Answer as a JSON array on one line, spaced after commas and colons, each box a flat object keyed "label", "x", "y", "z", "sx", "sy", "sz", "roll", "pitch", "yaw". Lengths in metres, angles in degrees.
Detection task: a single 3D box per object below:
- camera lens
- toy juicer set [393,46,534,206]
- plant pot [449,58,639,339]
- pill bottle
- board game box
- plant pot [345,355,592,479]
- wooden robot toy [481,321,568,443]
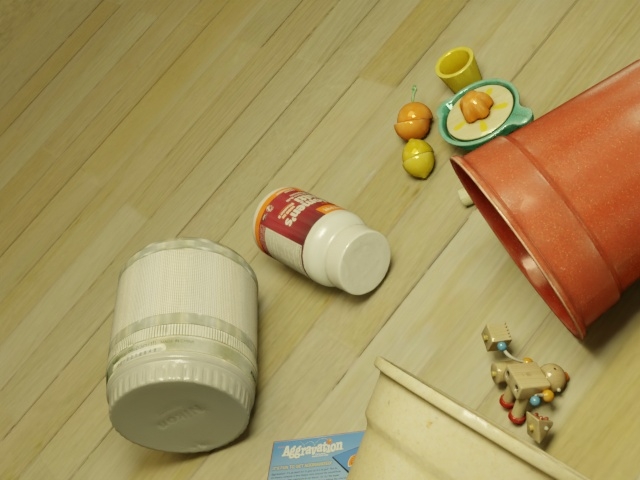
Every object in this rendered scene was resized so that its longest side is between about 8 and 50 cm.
[{"label": "camera lens", "x": -0.203, "y": 0.149, "z": 1.406, "sx": 0.219, "sy": 0.219, "sz": 0.274, "roll": -23, "pitch": 44, "yaw": 21}, {"label": "toy juicer set", "x": 0.219, "y": -0.170, "z": 1.454, "sx": 0.209, "sy": 0.089, "sz": 0.329, "roll": -38, "pitch": 41, "yaw": 4}, {"label": "plant pot", "x": 0.342, "y": -0.066, "z": 1.131, "sx": 0.265, "sy": 0.272, "sz": 0.272, "roll": -35, "pitch": 41, "yaw": 5}, {"label": "pill bottle", "x": 0.000, "y": 0.000, "z": 1.453, "sx": 0.121, "sy": 0.121, "sz": 0.221, "roll": -52, "pitch": 41, "yaw": -11}, {"label": "board game box", "x": 0.049, "y": 0.316, "z": 1.211, "sx": 0.281, "sy": 0.027, "sz": 0.145, "roll": -13, "pitch": 50, "yaw": 29}, {"label": "plant pot", "x": 0.126, "y": 0.332, "z": 0.947, "sx": 0.334, "sy": 0.334, "sz": 0.305, "roll": 26, "pitch": 84, "yaw": 47}, {"label": "wooden robot toy", "x": 0.263, "y": 0.173, "z": 1.158, "sx": 0.079, "sy": 0.076, "sz": 0.173, "roll": -7, "pitch": 40, "yaw": -14}]
